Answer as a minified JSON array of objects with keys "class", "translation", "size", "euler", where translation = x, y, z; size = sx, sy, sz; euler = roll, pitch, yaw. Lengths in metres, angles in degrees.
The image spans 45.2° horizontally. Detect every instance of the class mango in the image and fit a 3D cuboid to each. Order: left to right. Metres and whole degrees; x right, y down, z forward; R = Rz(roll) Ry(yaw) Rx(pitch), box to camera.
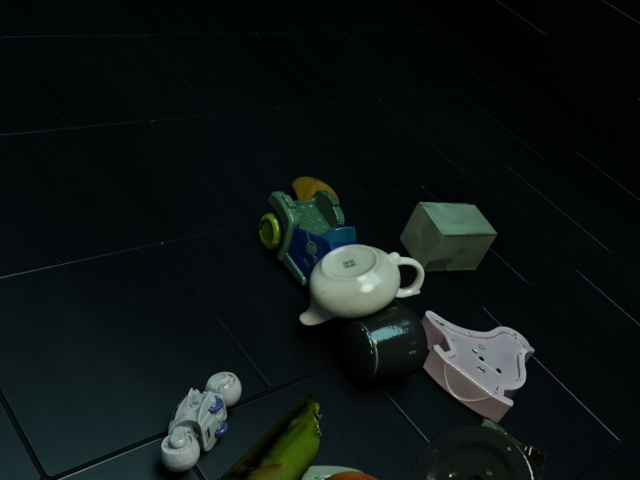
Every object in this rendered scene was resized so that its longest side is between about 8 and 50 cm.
[{"class":"mango","translation":[-0.012,-0.122,2.209],"size":[0.115,0.089,0.165],"euler":[-5,41,-21]}]

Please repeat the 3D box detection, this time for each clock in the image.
[{"class":"clock","translation":[0.373,0.279,1.911],"size":[0.290,0.080,0.275],"euler":[35,37,14]}]

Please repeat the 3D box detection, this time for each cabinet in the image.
[{"class":"cabinet","translation":[0.369,-0.013,2.228],"size":[0.206,0.145,0.150],"euler":[-1,42,-31]}]

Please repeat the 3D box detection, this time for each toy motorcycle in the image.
[{"class":"toy motorcycle","translation":[-0.239,0.343,1.485],"size":[0.112,0.112,0.254],"euler":[28,35,6]},{"class":"toy motorcycle","translation":[0.000,0.000,1.962],"size":[0.191,0.200,0.326],"euler":[-5,43,-35]}]

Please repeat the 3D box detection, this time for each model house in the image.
[{"class":"model house","translation":[0.408,0.488,1.662],"size":[0.152,0.106,0.165],"euler":[31,70,-9]}]

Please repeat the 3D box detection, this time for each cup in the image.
[{"class":"cup","translation":[0.127,0.229,1.779],"size":[0.176,0.169,0.223],"euler":[-13,34,-30]}]

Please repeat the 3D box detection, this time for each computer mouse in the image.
[{"class":"computer mouse","translation":[0.039,0.478,1.489],"size":[0.182,0.056,0.089],"euler":[14,32,-13]}]

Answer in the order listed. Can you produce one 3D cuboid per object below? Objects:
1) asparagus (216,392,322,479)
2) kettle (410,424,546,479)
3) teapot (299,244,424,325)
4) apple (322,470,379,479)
[{"class":"asparagus","translation":[-0.074,0.412,1.460],"size":[0.382,0.128,0.108],"euler":[-38,103,-52]},{"class":"kettle","translation":[0.331,0.535,1.412],"size":[0.324,0.228,0.321],"euler":[45,34,-49]},{"class":"teapot","translation":[0.098,0.101,1.773],"size":[0.300,0.166,0.208],"euler":[-6,21,-9]},{"class":"apple","translation":[0.072,0.518,1.341],"size":[0.235,0.173,0.210],"euler":[32,45,3]}]
